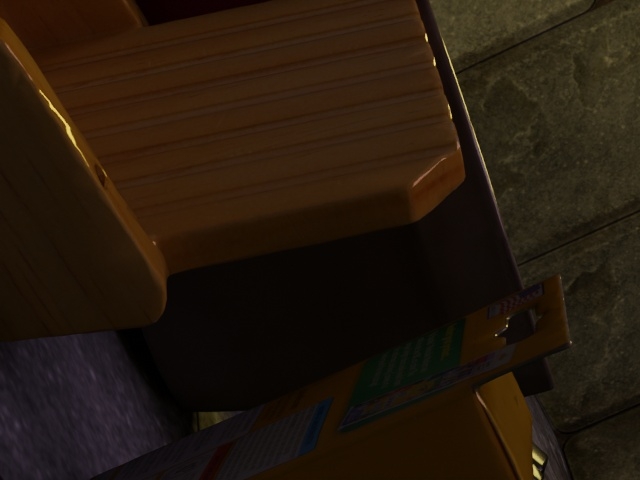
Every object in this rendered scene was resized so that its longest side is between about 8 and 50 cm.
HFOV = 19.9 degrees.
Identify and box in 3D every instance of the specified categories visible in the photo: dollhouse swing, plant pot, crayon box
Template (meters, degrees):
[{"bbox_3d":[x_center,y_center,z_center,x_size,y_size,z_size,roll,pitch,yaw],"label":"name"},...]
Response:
[{"bbox_3d":[-0.117,-0.151,1.154,0.315,0.305,0.347,60,11,-30],"label":"dollhouse swing"},{"bbox_3d":[0.000,0.000,1.415,0.323,0.280,0.323,-17,90,-86],"label":"plant pot"},{"bbox_3d":[0.006,0.135,1.032,0.083,0.323,0.203,64,10,-6],"label":"crayon box"}]

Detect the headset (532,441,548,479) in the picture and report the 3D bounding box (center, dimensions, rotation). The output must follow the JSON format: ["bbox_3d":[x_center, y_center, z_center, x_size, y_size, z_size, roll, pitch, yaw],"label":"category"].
[{"bbox_3d":[0.019,0.237,1.247,0.185,0.243,0.394,41,28,2],"label":"headset"}]

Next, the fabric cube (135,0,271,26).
[{"bbox_3d":[-0.041,-0.284,1.457,0.254,0.258,0.259,60,21,-1],"label":"fabric cube"}]
